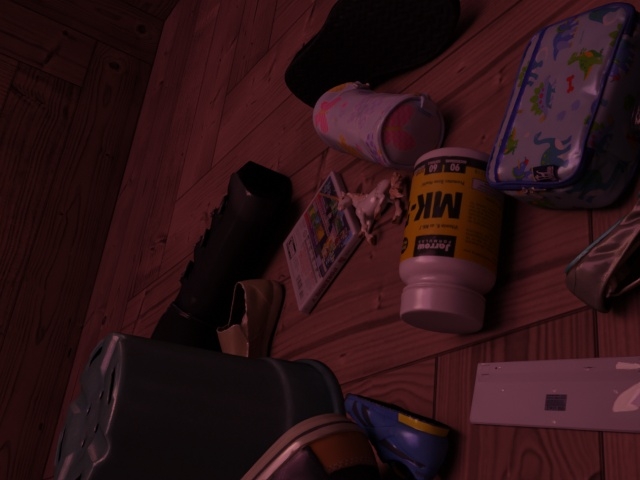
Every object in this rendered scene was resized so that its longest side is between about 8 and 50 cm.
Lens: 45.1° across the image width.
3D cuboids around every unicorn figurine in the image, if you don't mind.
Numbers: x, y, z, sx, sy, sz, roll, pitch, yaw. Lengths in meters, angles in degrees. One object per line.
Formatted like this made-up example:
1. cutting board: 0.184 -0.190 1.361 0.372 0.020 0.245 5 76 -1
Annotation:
1. unicorn figurine: 0.078 -0.054 1.229 0.162 0.060 0.111 -28 44 31

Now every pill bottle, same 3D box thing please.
1. pill bottle: 0.161 0.002 0.949 0.119 0.119 0.208 -23 52 56

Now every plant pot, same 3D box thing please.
1. plant pot: -0.195 0.303 1.159 0.341 0.334 0.341 -43 37 43

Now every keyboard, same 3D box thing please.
1. keyboard: 0.245 0.158 0.796 0.256 0.014 0.072 -18 60 58

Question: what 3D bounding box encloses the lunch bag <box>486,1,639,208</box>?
1. lunch bag: 0.281 -0.144 0.866 0.176 0.090 0.219 10 79 67

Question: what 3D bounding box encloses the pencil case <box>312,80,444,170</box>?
1. pencil case: 0.088 -0.187 1.236 0.124 0.113 0.273 -48 26 -3

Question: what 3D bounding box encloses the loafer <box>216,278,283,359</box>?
1. loafer: -0.149 0.193 1.424 0.102 0.092 0.268 -17 56 58

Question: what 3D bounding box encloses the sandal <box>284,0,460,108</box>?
1. sandal: 0.077 -0.361 1.345 0.446 0.167 0.107 -17 38 58

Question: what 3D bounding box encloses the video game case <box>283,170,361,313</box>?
1. video game case: 0.000 0.000 1.366 0.183 0.023 0.201 -55 28 25

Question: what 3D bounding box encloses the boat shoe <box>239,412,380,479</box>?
1. boat shoe: -0.088 0.436 0.965 0.500 0.187 0.156 -52 51 17

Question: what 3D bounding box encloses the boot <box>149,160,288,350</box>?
1. boot: -0.204 0.087 1.533 0.445 0.146 0.367 -56 21 18

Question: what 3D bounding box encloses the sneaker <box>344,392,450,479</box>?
1. sneaker: 0.082 0.247 0.973 0.209 0.069 0.082 6 80 63

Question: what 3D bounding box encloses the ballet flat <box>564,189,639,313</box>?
1. ballet flat: 0.322 -0.017 0.735 0.068 0.072 0.213 50 120 30

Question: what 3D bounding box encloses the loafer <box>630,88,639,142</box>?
1. loafer: 0.365 -0.176 0.768 0.061 0.062 0.170 14 93 55
